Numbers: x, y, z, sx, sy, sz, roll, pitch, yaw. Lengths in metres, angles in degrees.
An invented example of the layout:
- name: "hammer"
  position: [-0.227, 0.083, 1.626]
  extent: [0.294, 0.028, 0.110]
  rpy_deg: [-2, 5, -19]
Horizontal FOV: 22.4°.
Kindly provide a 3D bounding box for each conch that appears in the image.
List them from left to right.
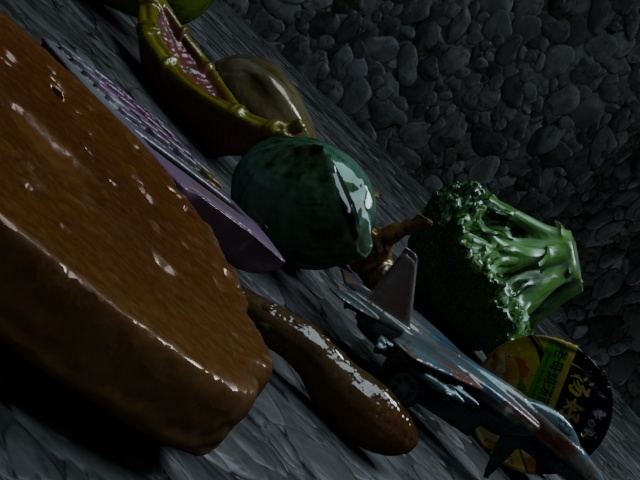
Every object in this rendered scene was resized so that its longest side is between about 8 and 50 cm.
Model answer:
- name: "conch"
  position: [-0.010, -0.032, 1.580]
  extent: [0.176, 0.122, 0.188]
  rpy_deg: [43, 7, 23]

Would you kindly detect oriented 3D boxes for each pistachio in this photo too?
- name: "pistachio"
  position: [-0.072, -0.153, 2.024]
  extent: [0.185, 0.126, 0.108]
  rpy_deg: [49, 50, 1]

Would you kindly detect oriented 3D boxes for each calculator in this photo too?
- name: "calculator"
  position: [-0.150, -0.078, 1.394]
  extent: [0.194, 0.043, 0.294]
  rpy_deg: [37, 8, -46]

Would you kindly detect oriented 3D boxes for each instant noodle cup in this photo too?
- name: "instant noodle cup"
  position: [0.241, 0.189, 1.736]
  extent: [0.151, 0.151, 0.122]
  rpy_deg: [48, -4, 23]

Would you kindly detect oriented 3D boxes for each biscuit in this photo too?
- name: "biscuit"
  position: [-0.164, -0.034, 0.914]
  extent: [0.350, 0.078, 0.455]
  rpy_deg: [41, 7, -9]

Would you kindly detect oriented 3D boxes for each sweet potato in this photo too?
- name: "sweet potato"
  position: [-0.009, 0.090, 1.212]
  extent: [0.214, 0.050, 0.050]
  rpy_deg: [42, 7, -5]

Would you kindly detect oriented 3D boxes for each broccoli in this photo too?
- name: "broccoli"
  position: [0.232, 0.043, 2.189]
  extent: [0.261, 0.242, 0.269]
  rpy_deg: [71, 11, -59]

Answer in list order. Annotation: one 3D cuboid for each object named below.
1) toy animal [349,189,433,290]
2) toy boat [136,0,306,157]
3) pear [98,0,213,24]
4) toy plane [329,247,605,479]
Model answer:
- name: "toy animal"
  position: [0.009, -0.032, 1.881]
  extent: [0.255, 0.116, 0.114]
  rpy_deg: [32, -2, -30]
- name: "toy boat"
  position: [-0.133, -0.179, 1.831]
  extent: [0.318, 0.099, 0.141]
  rpy_deg: [47, 9, 36]
- name: "pear"
  position: [-0.243, -0.386, 1.985]
  extent: [0.176, 0.286, 0.281]
  rpy_deg: [-50, 121, -42]
- name: "toy plane"
  position: [0.137, 0.142, 1.510]
  extent: [0.326, 0.104, 0.223]
  rpy_deg: [46, 8, -1]
